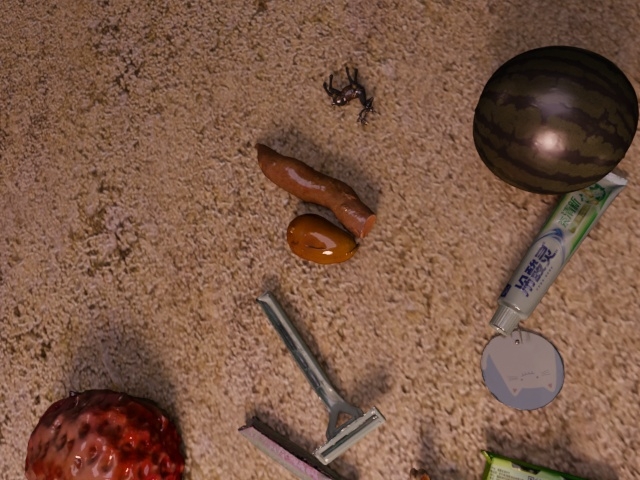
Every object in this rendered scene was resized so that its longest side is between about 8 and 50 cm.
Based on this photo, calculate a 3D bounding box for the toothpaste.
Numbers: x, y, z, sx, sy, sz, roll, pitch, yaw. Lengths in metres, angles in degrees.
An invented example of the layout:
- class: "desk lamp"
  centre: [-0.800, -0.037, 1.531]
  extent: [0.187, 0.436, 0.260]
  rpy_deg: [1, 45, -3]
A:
- class: "toothpaste"
  centre: [0.341, 0.010, 0.754]
  extent: [0.075, 0.048, 0.296]
  rpy_deg: [33, 80, 22]

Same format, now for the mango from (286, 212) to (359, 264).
- class: "mango"
  centre: [0.000, 0.000, 0.843]
  extent: [0.127, 0.063, 0.077]
  rpy_deg: [21, 90, 19]

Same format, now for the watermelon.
- class: "watermelon"
  centre: [0.326, -0.167, 0.724]
  extent: [0.212, 0.212, 0.212]
  rpy_deg: [-4, 73, 15]

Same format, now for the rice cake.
- class: "rice cake"
  centre: [-0.036, 0.331, 0.777]
  extent: [0.208, 0.033, 0.033]
  rpy_deg: [26, 93, 22]

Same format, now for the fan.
- class: "fan"
  centre: [0.287, 0.155, 0.749]
  extent: [0.113, 0.005, 0.175]
  rpy_deg: [-8, 73, 12]

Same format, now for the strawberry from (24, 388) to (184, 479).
- class: "strawberry"
  centre: [-0.355, 0.402, 0.786]
  extent: [0.265, 0.149, 0.336]
  rpy_deg: [-3, 75, 14]

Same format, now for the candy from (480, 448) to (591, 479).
- class: "candy"
  centre: [0.293, 0.346, 0.678]
  extent: [0.178, 0.032, 0.102]
  rpy_deg: [9, 80, 18]

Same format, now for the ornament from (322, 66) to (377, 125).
- class: "ornament"
  centre: [0.054, -0.252, 0.922]
  extent: [0.073, 0.028, 0.125]
  rpy_deg: [-25, 68, 7]

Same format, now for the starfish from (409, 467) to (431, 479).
- class: "starfish"
  centre: [0.172, 0.448, 0.637]
  extent: [0.303, 0.113, 0.311]
  rpy_deg: [-16, 79, 10]

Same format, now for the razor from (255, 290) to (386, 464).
- class: "razor"
  centre: [-0.020, 0.193, 0.808]
  extent: [0.111, 0.056, 0.278]
  rpy_deg: [-37, 61, 2]

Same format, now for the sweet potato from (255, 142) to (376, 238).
- class: "sweet potato"
  centre: [-0.026, -0.101, 0.881]
  extent: [0.281, 0.059, 0.067]
  rpy_deg: [34, 57, 19]
